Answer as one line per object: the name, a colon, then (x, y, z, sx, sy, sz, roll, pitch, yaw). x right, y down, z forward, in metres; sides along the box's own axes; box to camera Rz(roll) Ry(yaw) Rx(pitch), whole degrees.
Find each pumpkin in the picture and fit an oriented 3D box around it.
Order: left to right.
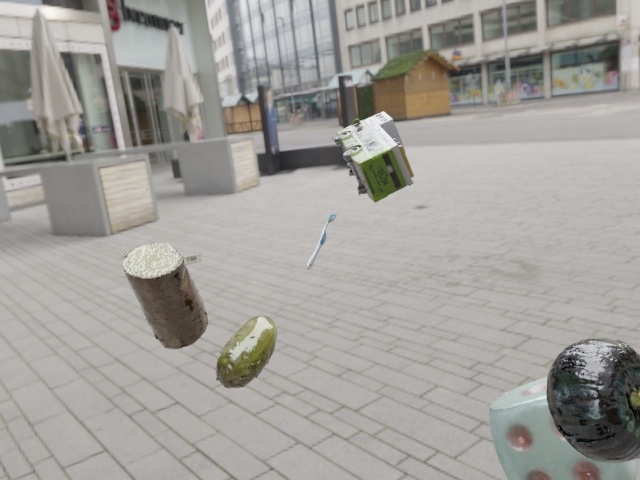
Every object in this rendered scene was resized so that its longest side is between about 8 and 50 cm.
pumpkin: (0.538, 0.298, 1.104, 0.233, 0.233, 0.163, -15, -9, -32)

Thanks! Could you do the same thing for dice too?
dice: (0.597, 0.487, 1.445, 0.268, 0.262, 0.265, -27, -11, 27)

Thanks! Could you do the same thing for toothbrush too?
toothbrush: (0.000, 0.000, 1.091, 0.017, 0.014, 0.162, -17, 31, 35)

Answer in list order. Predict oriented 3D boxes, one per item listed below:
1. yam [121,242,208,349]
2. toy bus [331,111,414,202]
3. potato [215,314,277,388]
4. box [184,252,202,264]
yam: (-0.319, 0.119, 1.231, 0.128, 0.238, 0.129, -11, 40, 0)
toy bus: (0.119, -0.187, 1.270, 0.139, 0.113, 0.301, -25, 24, 5)
potato: (-0.191, 0.293, 1.561, 0.149, 0.113, 0.251, -28, 13, 31)
box: (-0.347, 0.051, 1.562, 0.054, 0.024, 0.083, -14, 1, -15)
